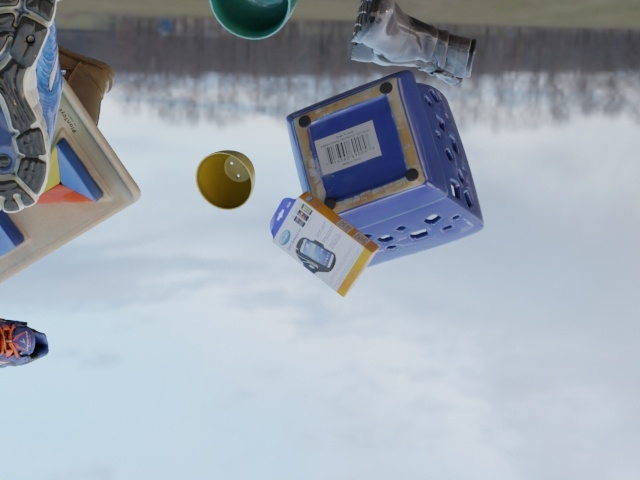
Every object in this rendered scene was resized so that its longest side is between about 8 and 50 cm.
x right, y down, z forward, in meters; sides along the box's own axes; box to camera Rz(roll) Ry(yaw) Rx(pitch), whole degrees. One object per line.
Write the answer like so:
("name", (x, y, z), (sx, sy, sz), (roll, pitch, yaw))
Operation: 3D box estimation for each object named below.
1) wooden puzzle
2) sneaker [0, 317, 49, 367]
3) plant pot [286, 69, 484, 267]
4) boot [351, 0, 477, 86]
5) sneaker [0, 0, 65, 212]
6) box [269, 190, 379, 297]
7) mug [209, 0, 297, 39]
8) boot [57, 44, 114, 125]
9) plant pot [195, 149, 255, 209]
("wooden puzzle", (-0.505, -0.113, 1.753), (0.347, 0.322, 0.080), (-28, -164, 16))
("sneaker", (-0.436, 0.133, 1.521), (0.087, 0.083, 0.221), (-4, 175, 7))
("plant pot", (0.084, -0.107, 1.652), (0.236, 0.236, 0.212), (-19, 163, 16))
("boot", (0.174, -0.365, 1.975), (0.222, 0.118, 0.338), (16, -179, 2))
("sneaker", (-0.346, -0.205, 1.218), (0.129, 0.330, 0.147), (4, -163, -10))
("box", (0.000, 0.000, 1.430), (0.136, 0.081, 0.028), (39, -147, 11))
("mug", (-0.085, -0.386, 1.740), (0.157, 0.129, 0.097), (18, -146, 3))
("boot", (-0.496, -0.262, 1.991), (0.236, 0.089, 0.269), (10, -147, -3))
("plant pot", (-0.197, -0.146, 2.484), (0.134, 0.134, 0.095), (5, -156, 16))
